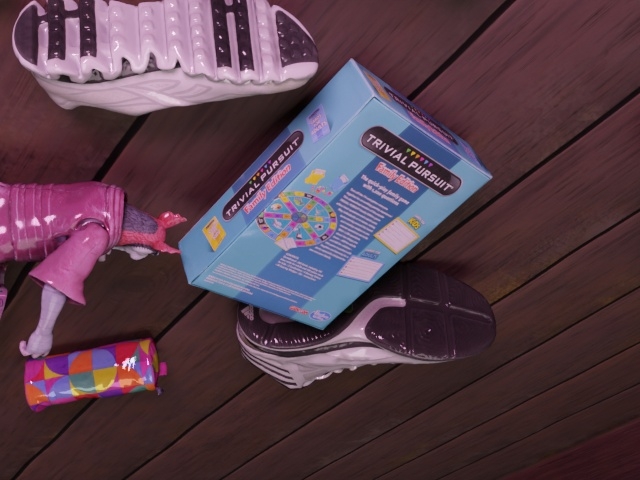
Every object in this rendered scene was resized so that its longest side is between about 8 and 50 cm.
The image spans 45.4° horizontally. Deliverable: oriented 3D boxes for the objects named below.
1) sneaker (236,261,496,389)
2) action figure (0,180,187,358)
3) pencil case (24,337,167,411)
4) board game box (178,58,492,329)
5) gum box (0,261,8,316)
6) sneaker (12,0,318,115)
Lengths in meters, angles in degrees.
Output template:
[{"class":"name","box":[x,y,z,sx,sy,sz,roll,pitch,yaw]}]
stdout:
[{"class":"sneaker","box":[0.068,0.163,1.370,0.447,0.169,0.257,3,155,-9]},{"class":"action figure","box":[-0.345,-0.033,0.904,0.370,0.248,0.276,-3,120,-13]},{"class":"pencil case","box":[-0.395,0.236,1.348,0.236,0.104,0.104,-7,148,-6]},{"class":"board game box","box":[0.019,-0.040,1.003,0.336,0.079,0.253,-44,137,21]},{"class":"gum box","box":[-0.520,0.092,1.106,0.107,0.062,0.188,6,144,-28]},{"class":"sneaker","box":[-0.149,-0.182,0.777,0.292,0.110,0.118,1,155,-5]}]
